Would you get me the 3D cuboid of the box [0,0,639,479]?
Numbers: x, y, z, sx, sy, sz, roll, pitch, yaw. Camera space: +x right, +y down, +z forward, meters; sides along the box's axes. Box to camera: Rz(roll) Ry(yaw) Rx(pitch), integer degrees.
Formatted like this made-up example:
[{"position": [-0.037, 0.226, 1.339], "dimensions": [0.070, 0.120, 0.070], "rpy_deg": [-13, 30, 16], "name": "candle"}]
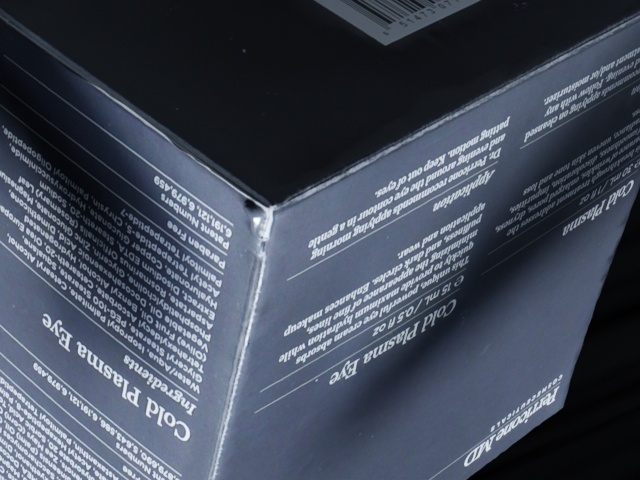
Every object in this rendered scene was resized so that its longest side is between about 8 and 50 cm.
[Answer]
[{"position": [0.000, 0.000, 0.987], "dimensions": [0.179, 0.343, 0.312], "rpy_deg": [35, 132, 26], "name": "box"}]
